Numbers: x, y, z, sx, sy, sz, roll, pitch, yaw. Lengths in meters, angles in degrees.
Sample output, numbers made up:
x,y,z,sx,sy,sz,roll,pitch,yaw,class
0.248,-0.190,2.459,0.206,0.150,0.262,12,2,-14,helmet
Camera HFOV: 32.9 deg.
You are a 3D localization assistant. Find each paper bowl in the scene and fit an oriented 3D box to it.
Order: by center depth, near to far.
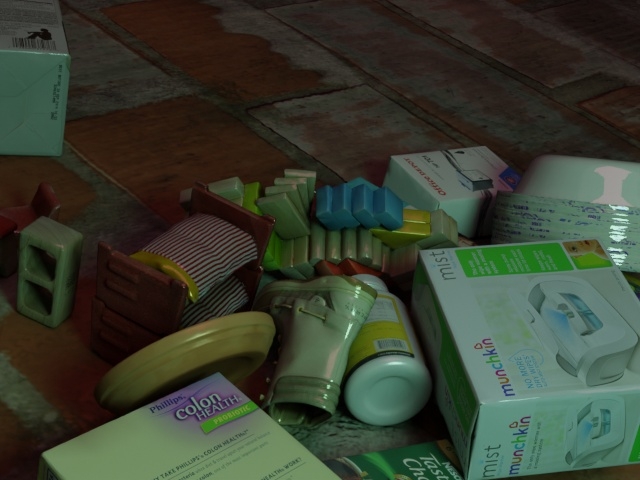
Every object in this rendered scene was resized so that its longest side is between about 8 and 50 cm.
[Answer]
x,y,z,sx,sy,sz,roll,pitch,yaw,class
0.387,-0.041,1.516,0.284,0.148,0.284,6,6,-1,paper bowl

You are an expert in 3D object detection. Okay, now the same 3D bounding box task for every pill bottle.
x,y,z,sx,sy,sz,roll,pitch,yaw,class
0.064,0.123,1.284,0.103,0.103,0.184,5,33,-14,pill bottle

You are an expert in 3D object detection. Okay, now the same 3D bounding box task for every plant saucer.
x,y,z,sx,sy,sz,roll,pitch,yaw,class
-0.135,0.136,1.124,0.200,0.200,0.037,-12,68,-35,plant saucer

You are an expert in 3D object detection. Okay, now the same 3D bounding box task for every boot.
x,y,z,sx,sy,sz,roll,pitch,yaw,class
-0.032,0.130,1.241,0.077,0.213,0.165,30,65,-28,boot

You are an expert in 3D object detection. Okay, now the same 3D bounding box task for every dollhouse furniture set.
x,y,z,sx,sy,sz,roll,pitch,yaw,class
-0.271,-0.001,1.297,0.374,0.152,0.201,24,34,16,dollhouse furniture set

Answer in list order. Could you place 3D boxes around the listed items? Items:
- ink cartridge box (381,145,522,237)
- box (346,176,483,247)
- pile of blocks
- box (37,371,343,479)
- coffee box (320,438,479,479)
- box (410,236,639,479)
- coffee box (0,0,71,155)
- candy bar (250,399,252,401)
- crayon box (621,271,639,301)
x,y,z,sx,sy,sz,roll,pitch,yaw,class
0.209,-0.072,1.659,0.191,0.082,0.139,-7,38,-32,ink cartridge box
0.117,0.001,1.530,0.244,0.060,0.100,31,36,25,box
0.000,0.000,1.377,0.362,0.149,0.112,2,55,-2,pile of blocks
-0.103,0.266,0.990,0.243,0.117,0.214,37,39,30,box
0.088,0.264,1.117,0.184,0.040,0.113,0,33,-35,coffee box
0.242,0.127,1.219,0.231,0.126,0.262,-3,37,-9,box
-0.455,-0.273,1.631,0.119,0.168,0.297,1,34,-20,coffee box
-0.050,0.228,1.160,0.040,0.018,0.161,-13,41,-35,candy bar
0.439,0.149,1.409,0.323,0.083,0.203,24,34,16,crayon box
